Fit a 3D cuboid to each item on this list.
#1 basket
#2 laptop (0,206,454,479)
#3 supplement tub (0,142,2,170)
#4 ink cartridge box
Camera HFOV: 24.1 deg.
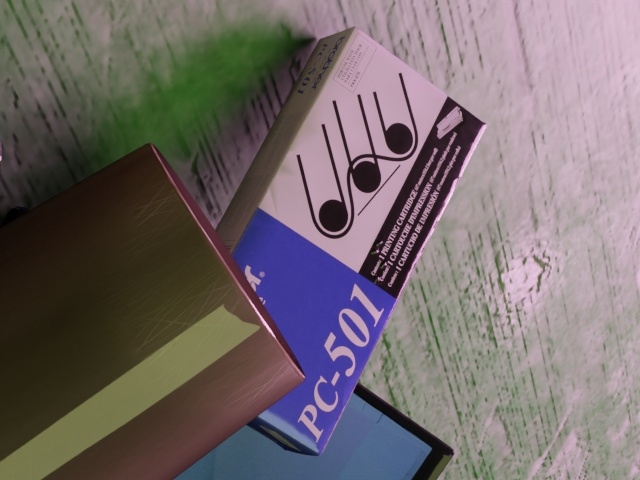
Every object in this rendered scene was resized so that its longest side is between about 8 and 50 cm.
[{"bbox_3d":[-0.135,0.070,0.665,0.227,0.204,0.154,-33,101,-2],"label":"basket"},{"bbox_3d":[-0.103,0.145,0.818,0.264,0.136,0.234,27,99,-48],"label":"laptop"},{"bbox_3d":[-0.226,-0.042,0.594,0.198,0.106,0.106,10,112,-51],"label":"supplement tub"},{"bbox_3d":[0.000,0.000,0.795,0.097,0.046,0.207,33,74,-21],"label":"ink cartridge box"}]
